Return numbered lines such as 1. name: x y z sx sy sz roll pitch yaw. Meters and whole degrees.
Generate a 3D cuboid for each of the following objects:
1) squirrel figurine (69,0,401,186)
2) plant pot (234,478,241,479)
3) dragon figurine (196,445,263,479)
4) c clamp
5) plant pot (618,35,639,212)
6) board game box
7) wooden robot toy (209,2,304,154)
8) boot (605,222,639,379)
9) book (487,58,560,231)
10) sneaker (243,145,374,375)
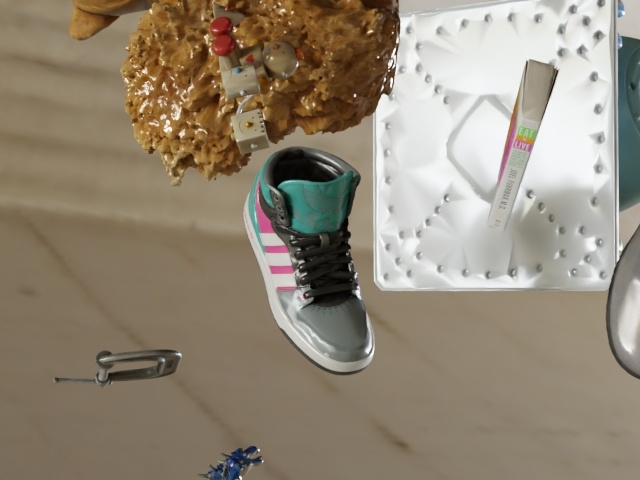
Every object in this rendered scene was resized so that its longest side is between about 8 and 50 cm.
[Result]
1. squirrel figurine: -0.103 -0.263 1.727 0.370 0.397 0.281 4 145 -1
2. plant pot: 0.026 0.343 1.416 0.254 0.237 0.237 12 -171 -9
3. dragon figurine: -0.154 0.385 2.119 0.144 0.085 0.289 40 -127 12
4. c clamp: -0.226 0.147 1.876 0.137 0.022 0.160 0 163 -15
5. plant pot: 0.417 -0.172 2.468 0.293 0.293 0.235 5 164 -44
6. board game box: 0.239 -0.126 2.244 0.390 0.390 0.050 -1 178 40
7. wooden robot toy: -0.054 -0.162 1.512 0.079 0.076 0.173 -13 -130 2
8. boot: 0.418 -0.002 1.908 0.118 0.338 0.223 13 177 4
9. book: 0.196 -0.093 1.637 0.035 0.144 0.096 16 -136 3
10. sneaker: 0.000 0.000 1.979 0.124 0.178 0.295 -13 -123 -22
